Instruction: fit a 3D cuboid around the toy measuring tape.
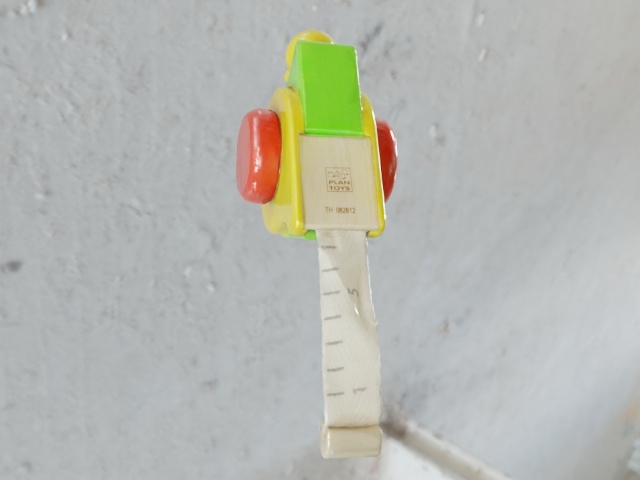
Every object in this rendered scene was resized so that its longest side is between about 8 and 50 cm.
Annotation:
[{"bbox_3d":[0.000,0.000,0.780,0.121,0.121,0.330,45,37,-59],"label":"toy measuring tape"}]
